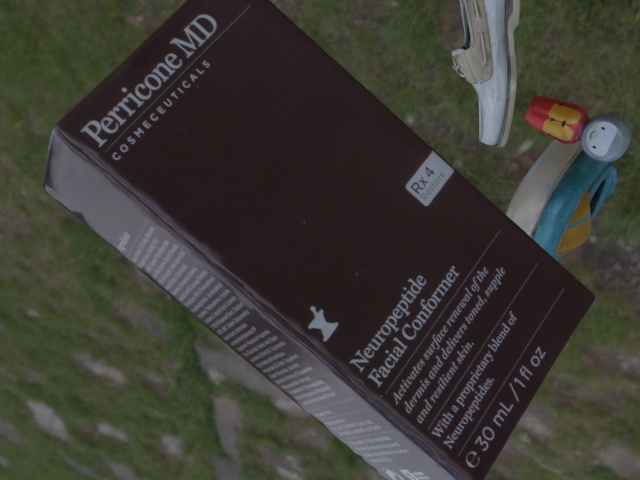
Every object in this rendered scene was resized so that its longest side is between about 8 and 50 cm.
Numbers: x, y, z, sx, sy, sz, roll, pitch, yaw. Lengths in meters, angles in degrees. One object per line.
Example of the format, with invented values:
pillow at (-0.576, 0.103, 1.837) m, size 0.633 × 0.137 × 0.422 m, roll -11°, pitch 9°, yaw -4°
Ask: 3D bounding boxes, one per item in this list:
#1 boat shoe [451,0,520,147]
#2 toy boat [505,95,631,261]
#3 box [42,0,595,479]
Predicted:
boat shoe at (0.271, -0.307, 1.527) m, size 0.103 × 0.113 × 0.302 m, roll -1°, pitch 101°, yaw -1°
toy boat at (0.381, -0.088, 1.387) m, size 0.148 × 0.267 × 0.318 m, roll 27°, pitch 155°, yaw 25°
box at (0.000, 0.000, 0.696) m, size 0.381 × 0.191 × 0.143 m, roll 40°, pitch 156°, yaw -4°
